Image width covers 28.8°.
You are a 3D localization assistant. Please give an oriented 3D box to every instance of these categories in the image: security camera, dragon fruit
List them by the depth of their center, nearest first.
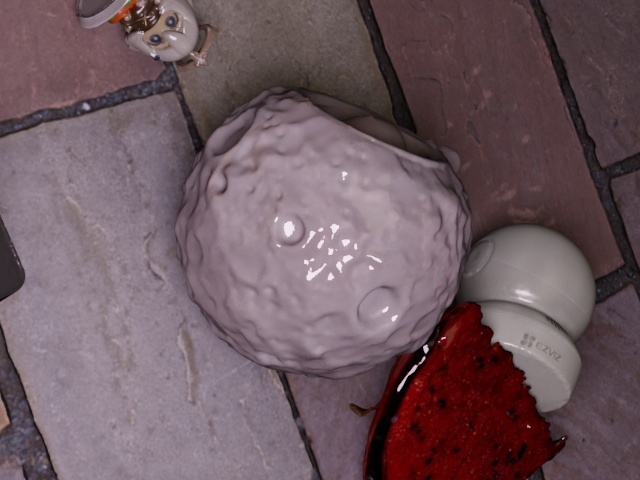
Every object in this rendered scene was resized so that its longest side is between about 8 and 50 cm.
[{"bbox_3d":[0.141,0.243,1.542,0.282,0.100,0.343,-45,130,-16],"label":"dragon fruit"},{"bbox_3d":[0.269,0.086,1.646,0.194,0.194,0.236,35,58,-23],"label":"security camera"}]

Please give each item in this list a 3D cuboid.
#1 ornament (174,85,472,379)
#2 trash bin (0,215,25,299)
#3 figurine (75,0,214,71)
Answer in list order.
[{"bbox_3d":[0.000,0.000,1.401,0.337,0.337,0.337,9,73,-32],"label":"ornament"},{"bbox_3d":[-0.385,0.011,1.191,0.115,0.225,0.165,-25,93,-37],"label":"trash bin"},{"bbox_3d":[-0.193,-0.266,1.469,0.153,0.132,0.132,37,60,-35],"label":"figurine"}]
